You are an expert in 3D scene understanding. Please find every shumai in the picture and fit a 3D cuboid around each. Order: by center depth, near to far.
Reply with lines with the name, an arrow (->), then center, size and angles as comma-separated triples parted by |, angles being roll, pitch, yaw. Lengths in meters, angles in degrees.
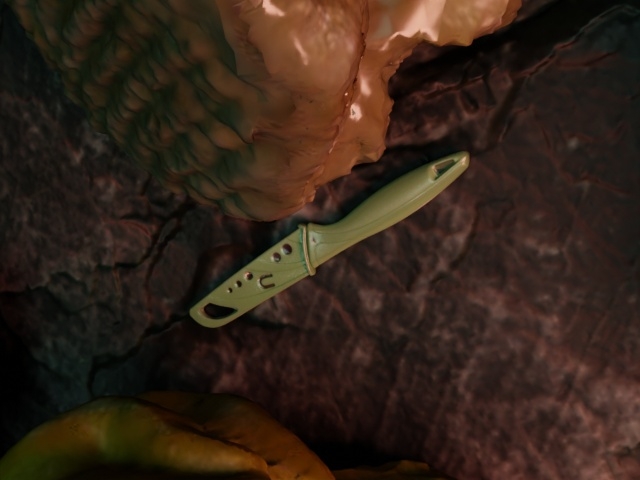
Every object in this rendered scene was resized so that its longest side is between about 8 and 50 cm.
shumai -> -0.019, -0.174, 0.498 | 0.262, 0.314, 0.267 | -40, 84, -21

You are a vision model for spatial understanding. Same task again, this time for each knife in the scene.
knife -> 0.000, 0.000, 0.601 | 0.207, 0.014, 0.030 | -32, 89, 24

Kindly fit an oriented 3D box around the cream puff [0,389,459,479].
cream puff -> -0.039, 0.189, 0.519 | 0.270, 0.323, 0.274 | -32, 99, 1
